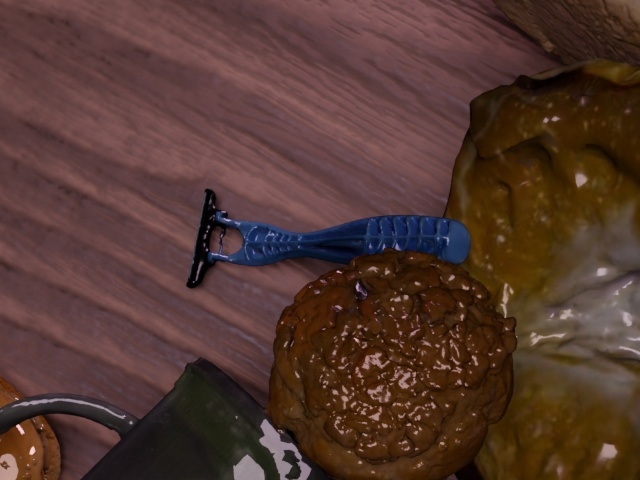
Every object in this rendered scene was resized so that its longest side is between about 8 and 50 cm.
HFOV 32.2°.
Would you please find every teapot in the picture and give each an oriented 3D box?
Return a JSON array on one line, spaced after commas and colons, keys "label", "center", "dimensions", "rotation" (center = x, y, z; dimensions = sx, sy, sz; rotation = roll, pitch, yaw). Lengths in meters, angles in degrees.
[{"label": "teapot", "center": [-0.138, 0.218, 0.736], "dimensions": [0.270, 0.200, 0.337], "rotation": [44, 76, 12]}]

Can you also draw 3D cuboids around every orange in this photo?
[{"label": "orange", "center": [0.226, 0.070, 0.726], "dimensions": [0.210, 0.271, 0.368], "rotation": [3, 79, -36]}]

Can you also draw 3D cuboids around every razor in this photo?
[{"label": "razor", "center": [0.000, 0.000, 0.805], "dimensions": [0.253, 0.042, 0.082], "rotation": [-1, 76, 43]}]

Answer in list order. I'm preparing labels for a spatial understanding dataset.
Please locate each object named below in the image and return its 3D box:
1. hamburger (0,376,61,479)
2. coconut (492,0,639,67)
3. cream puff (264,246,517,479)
[{"label": "hamburger", "center": [-0.274, 0.169, 0.830], "dimensions": [0.138, 0.083, 0.147], "rotation": [-46, 76, 0]}, {"label": "coconut", "center": [0.285, -0.253, 0.753], "dimensions": [0.297, 0.297, 0.309], "rotation": [36, 90, 10]}, {"label": "cream puff", "center": [0.046, 0.070, 0.675], "dimensions": [0.150, 0.115, 0.165], "rotation": [8, 38, 1]}]
